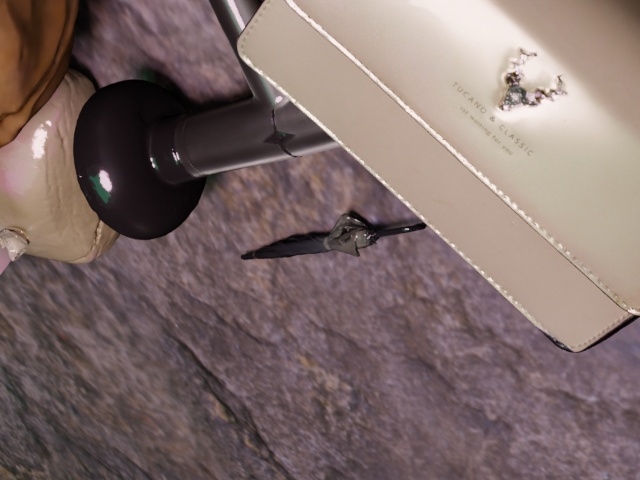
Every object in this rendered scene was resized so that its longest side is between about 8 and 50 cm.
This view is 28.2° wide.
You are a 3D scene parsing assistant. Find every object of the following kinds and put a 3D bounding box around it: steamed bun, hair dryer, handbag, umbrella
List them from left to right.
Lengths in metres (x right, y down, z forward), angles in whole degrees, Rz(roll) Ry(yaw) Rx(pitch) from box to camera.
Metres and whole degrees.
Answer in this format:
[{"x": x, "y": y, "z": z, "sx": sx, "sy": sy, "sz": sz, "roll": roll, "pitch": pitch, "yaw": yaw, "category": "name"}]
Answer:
[{"x": -0.309, "y": -0.075, "z": 1.365, "sx": 0.170, "sy": 0.152, "sz": 0.239, "roll": 17, "pitch": 140, "yaw": 28, "category": "steamed bun"}, {"x": -0.098, "y": -0.178, "z": 1.150, "sx": 0.320, "sy": 0.155, "sz": 0.284, "roll": -21, "pitch": 92, "yaw": 37, "category": "hair dryer"}, {"x": -0.004, "y": 0.001, "z": 1.265, "sx": 0.269, "sy": 0.044, "sz": 0.044, "roll": -10, "pitch": 90, "yaw": 46, "category": "umbrella"}, {"x": 0.142, "y": -0.115, "z": 0.914, "sx": 0.358, "sy": 0.160, "sz": 0.237, "roll": 42, "pitch": 137, "yaw": -1, "category": "handbag"}]

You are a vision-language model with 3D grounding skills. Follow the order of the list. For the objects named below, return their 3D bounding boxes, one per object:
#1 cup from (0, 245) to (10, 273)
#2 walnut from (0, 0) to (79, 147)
[{"x": -0.518, "y": -0.045, "z": 1.535, "sx": 0.253, "sy": 0.253, "sz": 0.274, "roll": -7, "pitch": 131, "yaw": 46, "category": "cup"}, {"x": -0.397, "y": -0.232, "z": 1.141, "sx": 0.383, "sy": 0.383, "sz": 0.384, "roll": 24, "pitch": 141, "yaw": 22, "category": "walnut"}]
